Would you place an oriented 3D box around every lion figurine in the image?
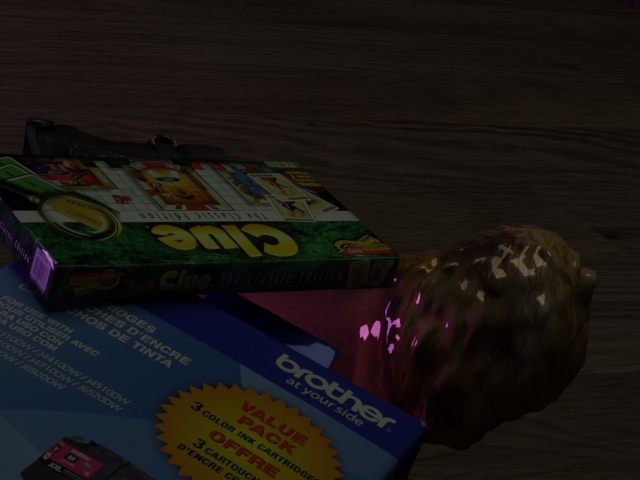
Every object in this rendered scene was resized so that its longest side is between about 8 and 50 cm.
[{"bbox_3d":[-0.006,0.065,1.132,0.392,0.240,0.142,17,21,18],"label":"lion figurine"}]

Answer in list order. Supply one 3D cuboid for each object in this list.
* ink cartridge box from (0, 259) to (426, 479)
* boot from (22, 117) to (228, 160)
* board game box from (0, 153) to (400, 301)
[{"bbox_3d":[-0.121,0.149,0.870,0.270,0.151,0.395,28,28,13],"label":"ink cartridge box"},{"bbox_3d":[-0.195,-0.071,1.619,0.229,0.091,0.263,6,18,-11],"label":"boot"},{"bbox_3d":[-0.086,-0.011,0.996,0.259,0.030,0.136,-1,34,-39],"label":"board game box"}]
